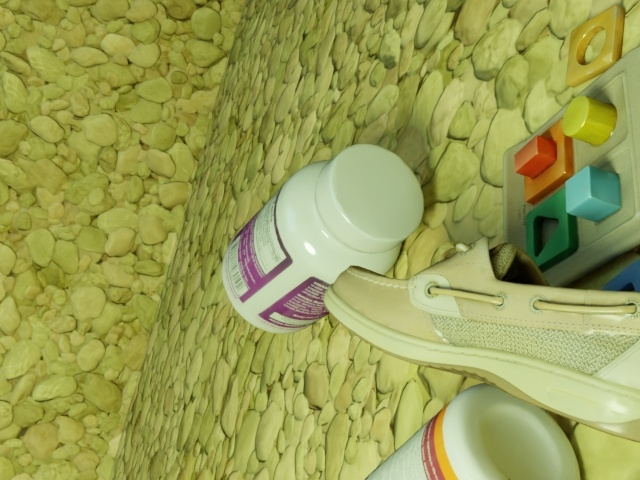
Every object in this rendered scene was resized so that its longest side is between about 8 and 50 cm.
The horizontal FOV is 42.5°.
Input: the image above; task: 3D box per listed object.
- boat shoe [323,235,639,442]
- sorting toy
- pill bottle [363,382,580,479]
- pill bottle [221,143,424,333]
[{"bbox_3d":[0.140,0.056,0.654,0.341,0.122,0.110,15,92,46],"label":"boat shoe"},{"bbox_3d":[0.219,-0.057,0.721,0.196,0.047,0.347,-41,37,54],"label":"sorting toy"},{"bbox_3d":[0.101,0.224,0.686,0.221,0.121,0.121,-54,27,39],"label":"pill bottle"},{"bbox_3d":[0.000,0.000,1.053,0.301,0.169,0.169,-39,38,54],"label":"pill bottle"}]
